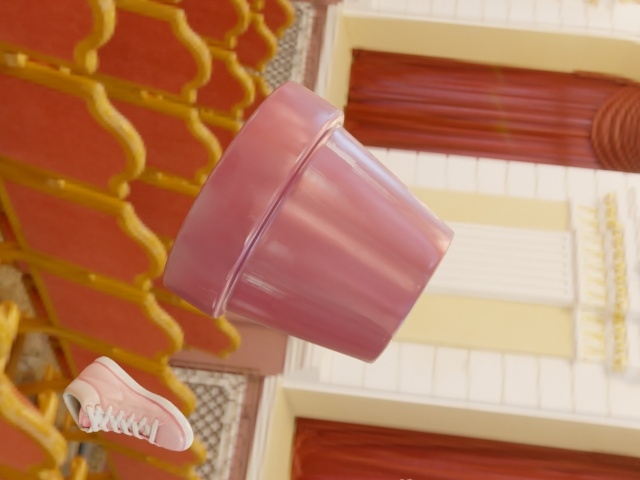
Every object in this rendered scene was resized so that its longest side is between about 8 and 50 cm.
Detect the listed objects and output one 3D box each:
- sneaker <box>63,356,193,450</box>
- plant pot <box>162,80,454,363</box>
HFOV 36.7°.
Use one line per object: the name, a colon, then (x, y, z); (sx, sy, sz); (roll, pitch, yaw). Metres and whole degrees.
sneaker: (-0.192, 0.173, 0.936); (0.070, 0.134, 0.051); (-36, 154, -47)
plant pot: (0.000, 0.000, 0.790); (0.201, 0.180, 0.201); (-58, 178, -3)
